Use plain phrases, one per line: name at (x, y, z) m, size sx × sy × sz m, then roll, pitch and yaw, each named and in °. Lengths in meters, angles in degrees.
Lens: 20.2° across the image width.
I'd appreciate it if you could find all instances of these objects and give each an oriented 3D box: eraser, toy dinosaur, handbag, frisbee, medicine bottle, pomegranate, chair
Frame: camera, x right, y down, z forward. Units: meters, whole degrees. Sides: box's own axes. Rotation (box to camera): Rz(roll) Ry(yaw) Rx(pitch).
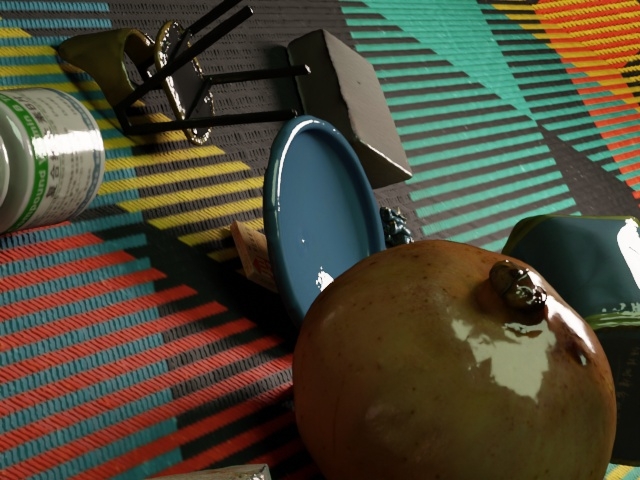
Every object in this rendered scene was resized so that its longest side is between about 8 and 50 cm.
eraser at (0.035, -0.189, 2.547) m, size 0.111 × 0.077 × 0.352 m, roll 34°, pitch 23°, yaw -30°
toy dinosaur at (0.102, -0.014, 2.402) m, size 0.047 × 0.030 × 0.083 m, roll 25°, pitch 29°, yaw -35°
handbag at (0.335, 0.123, 2.262) m, size 0.222 × 0.263 × 0.241 m, roll 5°, pitch 35°, yaw -16°
frisbee at (-0.004, 0.001, 2.047) m, size 0.289 × 0.049 × 0.289 m, roll 34°, pitch 51°, yaw -56°
medicine bottle at (-0.311, -0.071, 1.644) m, size 0.139 × 0.139 × 0.237 m, roll 49°, pitch 21°, yaw 13°
pomegranate at (0.141, 0.144, 1.794) m, size 0.338 × 0.338 × 0.338 m, roll 36°, pitch 23°, yaw -18°
chair at (-0.160, -0.201, 2.109) m, size 0.159 × 0.247 × 0.172 m, roll -77°, pitch 144°, yaw -65°

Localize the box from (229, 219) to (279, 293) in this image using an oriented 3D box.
box at (-0.070, 0.020, 2.061) m, size 0.058 × 0.015 × 0.093 m, roll 29°, pitch 25°, yaw -37°

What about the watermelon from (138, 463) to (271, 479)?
watermelon at (-0.139, 0.278, 1.343) m, size 0.322 × 0.175 × 0.188 m, roll -1°, pitch 84°, yaw -58°
